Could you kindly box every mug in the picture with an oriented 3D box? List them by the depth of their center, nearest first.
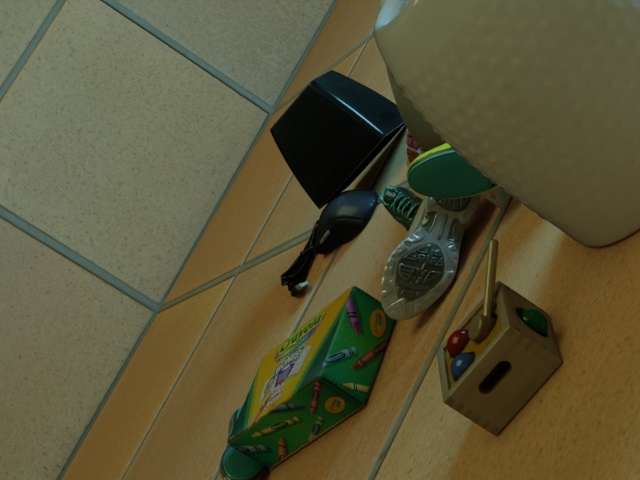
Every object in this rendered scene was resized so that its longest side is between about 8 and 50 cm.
[{"bbox_3d":[0.254,-0.232,1.523,0.276,0.328,0.374,-33,27,60],"label":"mug"}]

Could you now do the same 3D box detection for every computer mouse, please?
[{"bbox_3d":[0.000,0.000,2.492,0.184,0.060,0.262,-62,13,-25],"label":"computer mouse"}]

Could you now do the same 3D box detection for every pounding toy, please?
[{"bbox_3d":[0.184,0.100,1.489,0.141,0.100,0.130,-52,14,20],"label":"pounding toy"}]

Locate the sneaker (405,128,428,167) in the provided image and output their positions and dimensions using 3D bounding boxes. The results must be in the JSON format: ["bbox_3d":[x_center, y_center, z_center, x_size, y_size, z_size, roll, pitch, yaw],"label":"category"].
[{"bbox_3d":[0.183,-0.177,2.245,0.093,0.088,0.225,107,-177,-47],"label":"sneaker"}]

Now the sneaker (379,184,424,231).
[{"bbox_3d":[0.127,-0.046,2.101,0.065,0.076,0.166,-57,13,0],"label":"sneaker"}]

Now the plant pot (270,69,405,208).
[{"bbox_3d":[0.023,-0.195,2.515,0.187,0.167,0.188,-48,-2,24],"label":"plant pot"}]

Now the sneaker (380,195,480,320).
[{"bbox_3d":[0.151,0.009,1.908,0.232,0.090,0.115,-61,-6,-11],"label":"sneaker"}]

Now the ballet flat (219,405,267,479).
[{"bbox_3d":[-0.114,0.330,2.140,0.213,0.072,0.068,-84,2,-65],"label":"ballet flat"}]

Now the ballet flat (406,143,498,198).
[{"bbox_3d":[0.222,-0.109,1.796,0.231,0.077,0.077,-14,26,31],"label":"ballet flat"}]

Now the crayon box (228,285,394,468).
[{"bbox_3d":[-0.014,0.199,2.015,0.278,0.081,0.165,-42,20,49],"label":"crayon box"}]

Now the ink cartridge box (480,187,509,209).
[{"bbox_3d":[0.232,-0.098,1.874,0.029,0.062,0.115,-33,28,61],"label":"ink cartridge box"}]

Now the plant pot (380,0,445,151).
[{"bbox_3d":[0.225,-0.280,1.984,0.190,0.284,0.284,-9,37,24],"label":"plant pot"}]
